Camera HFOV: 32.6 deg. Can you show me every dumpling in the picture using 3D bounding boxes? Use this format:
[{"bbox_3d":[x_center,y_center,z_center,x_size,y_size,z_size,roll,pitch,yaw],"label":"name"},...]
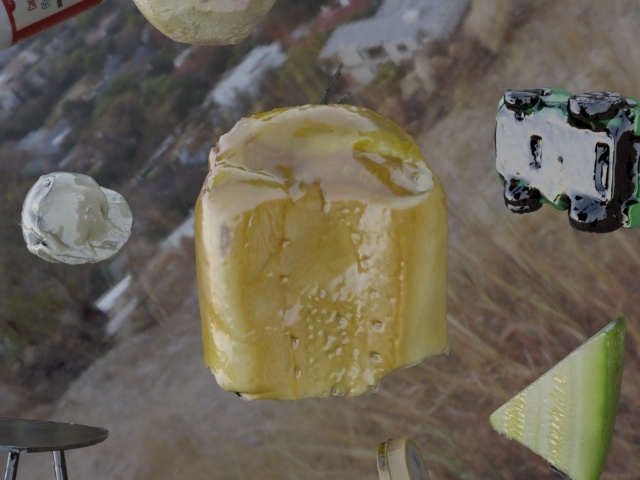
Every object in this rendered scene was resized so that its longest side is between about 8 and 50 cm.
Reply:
[{"bbox_3d":[-0.378,-0.042,1.717,0.247,0.173,0.142,-111,34,-52],"label":"dumpling"}]

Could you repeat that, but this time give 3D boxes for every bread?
[{"bbox_3d":[0.000,0.000,1.557,0.361,0.394,0.250,-5,23,-6],"label":"bread"}]

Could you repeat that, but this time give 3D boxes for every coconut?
[{"bbox_3d":[-0.210,-0.491,1.954,0.297,0.297,0.254,-43,43,-6],"label":"coconut"}]

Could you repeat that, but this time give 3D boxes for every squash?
[{"bbox_3d":[0.332,0.172,1.470,0.111,0.288,0.203,-30,40,-28],"label":"squash"}]

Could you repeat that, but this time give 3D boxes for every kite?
[{"bbox_3d":[-0.002,-0.238,2.282,0.314,0.011,0.335,-52,-11,-43],"label":"kite"}]

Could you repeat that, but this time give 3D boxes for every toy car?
[{"bbox_3d":[0.437,-0.139,1.764,0.176,0.213,0.359,-13,19,-30],"label":"toy car"}]

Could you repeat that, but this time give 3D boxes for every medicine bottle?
[{"bbox_3d":[-0.425,-0.352,1.544,0.250,0.131,0.131,-35,24,-30],"label":"medicine bottle"}]

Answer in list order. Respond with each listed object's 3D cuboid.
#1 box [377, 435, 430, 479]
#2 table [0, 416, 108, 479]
[{"bbox_3d":[0.103,0.287,1.310,0.037,0.105,0.105,-20,34,15],"label":"box"},{"bbox_3d":[-0.525,0.426,1.772,0.317,0.317,0.249,3,85,50],"label":"table"}]
